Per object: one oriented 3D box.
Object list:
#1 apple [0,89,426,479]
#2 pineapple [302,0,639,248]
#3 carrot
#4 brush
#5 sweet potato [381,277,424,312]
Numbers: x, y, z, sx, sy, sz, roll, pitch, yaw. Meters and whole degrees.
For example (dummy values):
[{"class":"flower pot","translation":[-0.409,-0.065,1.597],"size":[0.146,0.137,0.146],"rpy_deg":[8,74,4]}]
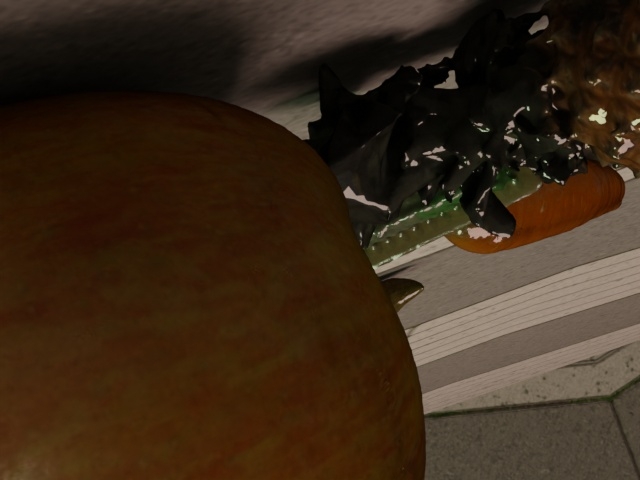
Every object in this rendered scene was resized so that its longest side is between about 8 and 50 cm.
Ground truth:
[{"class":"apple","translation":[-0.077,0.063,0.665],"size":[0.264,0.264,0.264],"rpy_deg":[-19,169,-4]},{"class":"pineapple","translation":[0.092,-0.061,0.750],"size":[0.237,0.119,0.111],"rpy_deg":[-20,-146,24]},{"class":"carrot","translation":[0.159,-0.031,1.124],"size":[0.271,0.062,0.066],"rpy_deg":[-12,134,-52]},{"class":"brush","translation":[0.000,0.000,0.994],"size":[0.282,0.054,0.048],"rpy_deg":[-26,158,30]},{"class":"sweet potato","translation":[0.015,0.064,1.373],"size":[0.153,0.038,0.041],"rpy_deg":[-23,146,24]}]
